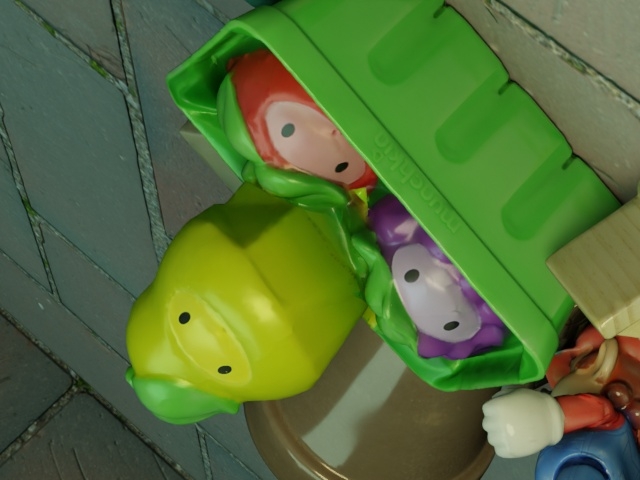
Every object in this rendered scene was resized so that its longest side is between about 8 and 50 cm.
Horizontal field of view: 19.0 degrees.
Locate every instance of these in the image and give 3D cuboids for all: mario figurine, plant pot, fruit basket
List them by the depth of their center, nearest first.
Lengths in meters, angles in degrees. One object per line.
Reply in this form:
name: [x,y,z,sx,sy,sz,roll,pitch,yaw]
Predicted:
fruit basket: [0.000,0.000,1.543,0.392,0.392,0.283,49,161,-7]
mario figurine: [0.205,0.191,1.594,0.170,0.320,0.198,22,130,5]
plant pot: [0.082,0.117,1.836,0.263,0.263,0.229,43,142,9]

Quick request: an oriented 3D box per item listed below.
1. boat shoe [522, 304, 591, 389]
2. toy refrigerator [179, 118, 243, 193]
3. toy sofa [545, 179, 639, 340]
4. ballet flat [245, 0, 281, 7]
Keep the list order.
boat shoe: [0.206,0.067,1.718,0.072,0.068,0.190,52,154,21]
toy refrigerator: [-0.014,-0.092,1.801,0.102,0.094,0.269,48,163,-27]
toy sofa: [0.344,0.117,1.437,0.362,0.177,0.150,53,-176,-20]
ballet flat: [-0.049,-0.272,1.537,0.087,0.083,0.247,16,149,31]
